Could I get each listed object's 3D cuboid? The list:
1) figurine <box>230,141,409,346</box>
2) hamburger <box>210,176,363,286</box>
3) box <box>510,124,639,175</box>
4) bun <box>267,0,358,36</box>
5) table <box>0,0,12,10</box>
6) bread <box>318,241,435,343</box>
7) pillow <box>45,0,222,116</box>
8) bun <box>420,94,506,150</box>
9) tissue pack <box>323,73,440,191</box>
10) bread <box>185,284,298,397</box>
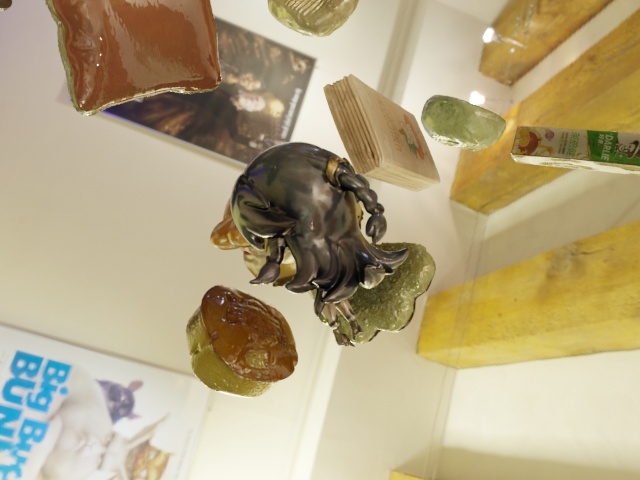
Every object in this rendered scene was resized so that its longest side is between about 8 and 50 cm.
[{"bbox_3d":[-0.004,-0.011,0.802,0.197,0.265,0.175,-52,170,1],"label":"figurine"},{"bbox_3d":[-0.077,-0.052,1.151,0.260,0.186,0.303,1,-138,49],"label":"hamburger"},{"bbox_3d":[0.393,-0.135,0.895,0.041,0.207,0.050,27,77,-58],"label":"box"},{"bbox_3d":[-0.011,-0.570,1.375,0.133,0.230,0.231,27,82,-82],"label":"bun"},{"bbox_3d":[-0.650,-0.680,1.154,0.248,0.317,0.317,-24,-148,20],"label":"table"},{"bbox_3d":[0.088,0.101,1.181,0.286,0.056,0.208,-7,-117,41],"label":"bread"},{"bbox_3d":[-0.198,-0.232,0.644,0.075,0.179,0.172,25,-52,47],"label":"pillow"},{"bbox_3d":[0.332,-0.271,1.421,0.221,0.221,0.109,-113,-138,-73],"label":"bun"},{"bbox_3d":[0.126,-0.186,1.114,0.071,0.325,0.170,-23,-101,24],"label":"tissue pack"},{"bbox_3d":[-0.181,0.229,1.379,0.148,0.269,0.270,-45,-157,27],"label":"bread"}]
